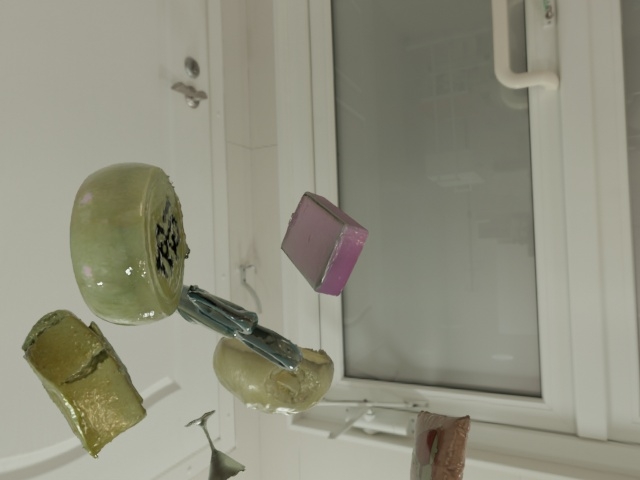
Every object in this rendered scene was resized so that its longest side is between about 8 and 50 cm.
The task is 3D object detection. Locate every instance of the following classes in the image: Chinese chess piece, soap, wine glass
[{"bbox_3d":[-0.161,0.003,0.379,0.059,0.143,0.144,-4,179,-5],"label":"Chinese chess piece"},{"bbox_3d":[0.002,0.000,1.064,0.081,0.181,0.259,16,-166,-31],"label":"soap"},{"bbox_3d":[-0.293,0.569,1.171,0.122,0.182,0.122,-25,164,-8],"label":"wine glass"}]

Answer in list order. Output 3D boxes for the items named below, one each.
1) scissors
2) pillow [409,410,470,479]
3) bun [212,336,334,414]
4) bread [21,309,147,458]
[{"bbox_3d":[-0.139,0.080,0.499,0.289,0.041,0.138,9,151,48],"label":"scissors"},{"bbox_3d":[0.288,0.541,1.049,0.084,0.235,0.223,16,161,-8],"label":"pillow"},{"bbox_3d":[-0.146,0.404,1.274,0.365,0.202,0.364,15,175,1],"label":"bun"},{"bbox_3d":[-0.402,0.241,0.739,0.124,0.256,0.186,-34,-151,-32],"label":"bread"}]
